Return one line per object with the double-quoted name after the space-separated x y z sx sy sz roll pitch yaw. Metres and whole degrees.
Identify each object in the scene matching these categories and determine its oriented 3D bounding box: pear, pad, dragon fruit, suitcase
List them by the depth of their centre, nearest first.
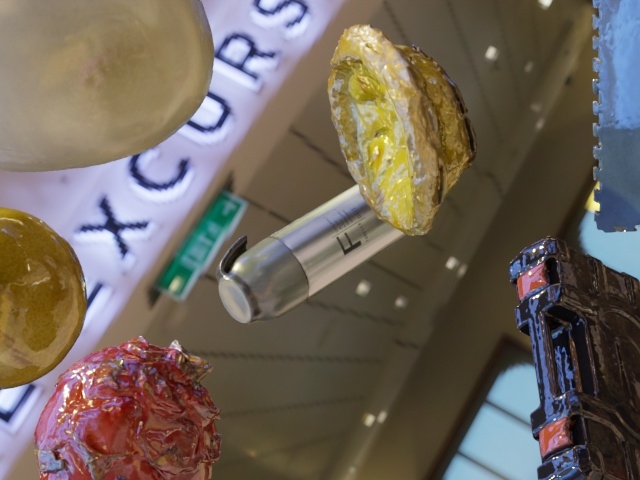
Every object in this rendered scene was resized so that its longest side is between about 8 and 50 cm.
0.356 -0.143 1.255 0.012 0.269 0.269 8 -97 -51 "pad"
0.287 0.146 1.416 0.066 0.206 0.285 -40 38 38 "suitcase"
-0.359 0.062 1.618 0.209 0.209 0.209 -57 -12 -20 "pear"
-0.288 0.305 2.152 0.342 0.277 0.277 -62 -12 -3 "dragon fruit"

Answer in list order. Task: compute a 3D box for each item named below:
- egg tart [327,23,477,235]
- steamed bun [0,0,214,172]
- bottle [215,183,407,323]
0.068 -0.096 1.200 0.074 0.191 0.191 -22 -27 -18 "egg tart"
-0.262 -0.221 1.395 0.334 0.312 0.233 -31 -44 -40 "steamed bun"
0.000 0.000 1.553 0.254 0.096 0.079 -33 -10 -30 "bottle"
